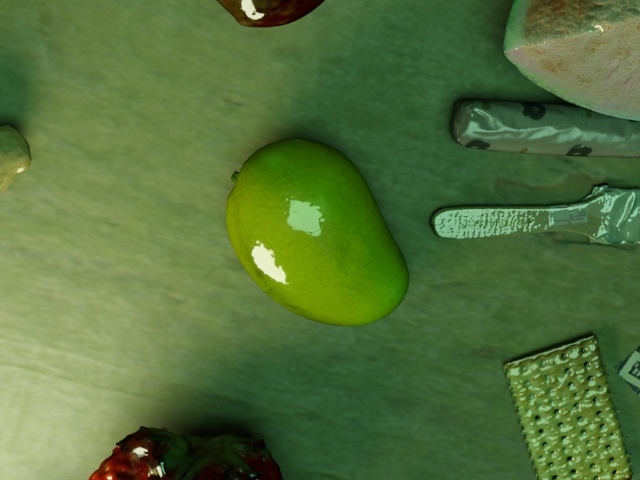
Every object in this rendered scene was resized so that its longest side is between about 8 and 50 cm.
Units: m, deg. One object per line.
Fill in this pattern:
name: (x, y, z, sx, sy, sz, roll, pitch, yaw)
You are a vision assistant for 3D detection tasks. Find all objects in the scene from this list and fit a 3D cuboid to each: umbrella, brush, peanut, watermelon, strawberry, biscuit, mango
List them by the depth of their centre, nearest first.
watermelon: (0.423, -0.290, 1.612, 0.319, 0.222, 0.292, -18, 151, 37)
peanut: (-0.448, -0.061, 1.657, 0.214, 0.099, 0.099, -36, 106, 9)
mango: (-0.009, 0.002, 1.680, 0.185, 0.149, 0.273, -27, 112, 2)
umbrella: (0.332, -0.137, 1.700, 0.337, 0.073, 0.067, 4, 108, -6)
strawberry: (-0.180, 0.386, 1.736, 0.238, 0.250, 0.288, 2, 102, -48)
brush: (0.310, -0.028, 1.759, 0.336, 0.020, 0.085, -4, 107, -3)
biscuit: (0.344, 0.249, 1.848, 0.139, 0.016, 0.231, -19, 108, 2)

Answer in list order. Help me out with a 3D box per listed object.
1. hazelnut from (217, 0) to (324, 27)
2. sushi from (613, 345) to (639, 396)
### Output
hazelnut: (-0.074, -0.368, 1.550, 0.218, 0.218, 0.234, -17, 126, 1)
sushi: (0.566, 0.155, 1.822, 0.279, 0.043, 0.192, -42, 105, 8)
